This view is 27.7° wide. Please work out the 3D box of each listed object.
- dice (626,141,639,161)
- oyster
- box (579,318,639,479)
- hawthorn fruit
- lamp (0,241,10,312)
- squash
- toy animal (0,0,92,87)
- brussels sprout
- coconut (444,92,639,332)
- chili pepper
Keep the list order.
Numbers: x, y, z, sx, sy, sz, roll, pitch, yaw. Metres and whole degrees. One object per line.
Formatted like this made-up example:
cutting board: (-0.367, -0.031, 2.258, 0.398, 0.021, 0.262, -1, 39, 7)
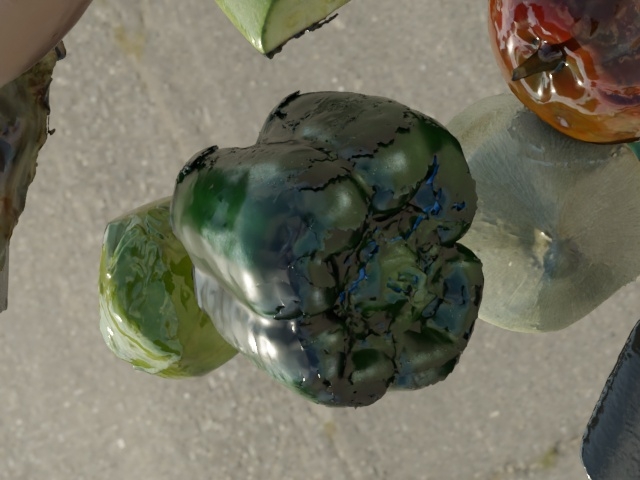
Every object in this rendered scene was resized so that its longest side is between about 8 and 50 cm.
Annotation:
dice: (0.372, -0.150, 1.702, 0.128, 0.120, 0.131, 30, -179, -8)
oyster: (-0.335, -0.085, 1.245, 0.096, 0.221, 0.361, 18, 111, 19)
box: (0.335, 0.183, 1.125, 0.212, 0.042, 0.201, 35, 117, 30)
hawthorn fruit: (0.272, -0.205, 1.203, 0.277, 0.298, 0.277, 33, 143, 29)
lamp: (-0.506, 0.041, 1.546, 0.203, 0.283, 0.124, 120, 132, -71)
squash: (-0.067, -0.366, 1.709, 0.252, 0.169, 0.093, 54, 176, 46)
toy animal: (-0.174, -0.142, 0.581, 0.250, 0.166, 0.154, -38, 101, 20)
brussels sprout: (-0.164, 0.057, 1.540, 0.161, 0.223, 0.223, 14, 118, 58)
coconut: (0.223, -0.027, 1.353, 0.247, 0.245, 0.245, -117, 21, -67)
chili pepper: (0.000, 0.000, 1.095, 0.256, 0.233, 0.249, 19, 113, 53)
